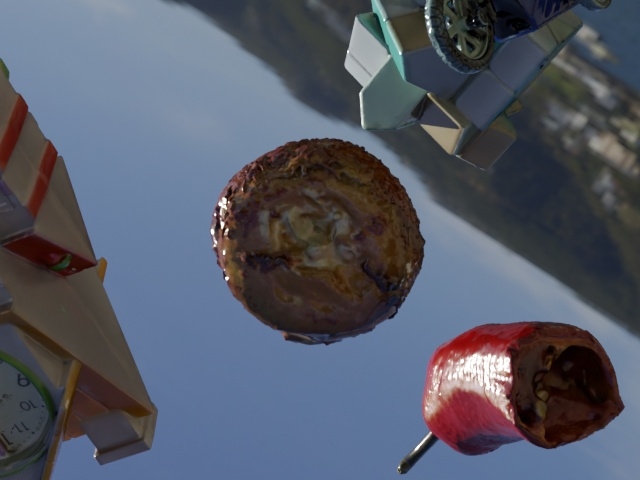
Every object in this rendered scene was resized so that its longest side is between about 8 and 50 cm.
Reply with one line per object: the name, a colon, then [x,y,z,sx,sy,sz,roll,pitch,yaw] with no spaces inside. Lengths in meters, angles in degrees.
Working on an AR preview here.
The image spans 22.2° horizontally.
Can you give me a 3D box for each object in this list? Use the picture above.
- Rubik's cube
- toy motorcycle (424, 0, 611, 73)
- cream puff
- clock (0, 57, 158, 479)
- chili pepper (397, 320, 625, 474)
Rubik's cube: [0.148,-0.201,1.805,0.224,0.213,0.265,44,-153,4]
toy motorcycle: [0.169,-0.262,1.435,0.315,0.113,0.169,-35,-76,-45]
cream puff: [0.001,0.000,1.814,0.240,0.240,0.164,32,-170,1]
clock: [-0.251,0.061,1.136,0.166,0.235,0.309,-85,-29,-53]
chili pepper: [0.170,0.152,1.677,0.131,0.134,0.338,66,158,1]
